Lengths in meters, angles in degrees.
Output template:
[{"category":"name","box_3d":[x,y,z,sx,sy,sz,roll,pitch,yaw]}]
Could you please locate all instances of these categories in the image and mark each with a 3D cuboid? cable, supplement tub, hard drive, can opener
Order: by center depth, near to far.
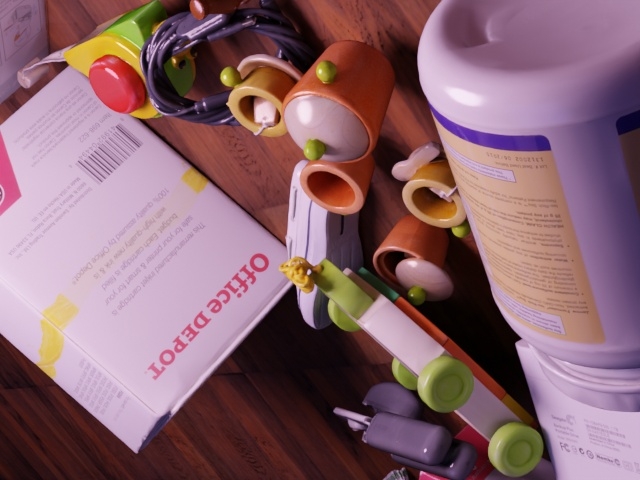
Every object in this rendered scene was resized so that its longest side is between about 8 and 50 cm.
[{"category":"supplement tub","box_3d":[0.231,-0.051,1.140,0.241,0.241,0.331,13,138,40]},{"category":"hard drive","box_3d":[0.321,0.268,1.413,0.233,0.047,0.353,7,119,61]},{"category":"cable","box_3d":[-0.097,-0.180,1.483,0.184,0.047,0.150,-27,134,25]},{"category":"can opener","box_3d":[0.102,0.212,1.689,0.076,0.095,0.283,33,168,-19]}]

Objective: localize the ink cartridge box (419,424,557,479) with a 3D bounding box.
[{"category":"ink cartridge box","box_3d":[0.260,0.389,1.697,0.306,0.131,0.226,25,126,29]}]

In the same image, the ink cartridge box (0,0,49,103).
[{"category":"ink cartridge box","box_3d":[-0.442,-0.259,1.584,0.091,0.308,0.385,33,149,17]}]

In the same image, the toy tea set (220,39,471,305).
[{"category":"toy tea set","box_3d":[0.041,-0.052,1.426,0.200,0.124,0.336,-16,126,47]}]

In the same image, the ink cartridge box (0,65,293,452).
[{"category":"ink cartridge box","box_3d":[-0.260,0.024,1.746,0.385,0.279,0.160,41,150,3]}]

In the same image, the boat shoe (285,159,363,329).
[{"category":"boat shoe","box_3d":[0.000,0.000,1.635,0.076,0.083,0.226,39,139,30]}]

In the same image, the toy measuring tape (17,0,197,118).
[{"category":"toy measuring tape","box_3d":[-0.232,-0.185,1.624,0.330,0.121,0.121,-11,121,52]}]

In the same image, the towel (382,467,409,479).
[{"category":"towel","box_3d":[0.123,0.391,1.952,0.152,0.023,0.113,64,156,16]}]

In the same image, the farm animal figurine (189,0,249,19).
[{"category":"farm animal figurine","box_3d":[-0.130,-0.362,1.261,0.330,0.172,0.327,34,136,29]}]

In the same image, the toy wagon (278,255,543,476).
[{"category":"toy wagon","box_3d":[0.097,0.116,1.537,0.344,0.068,0.267,44,177,-27]}]
